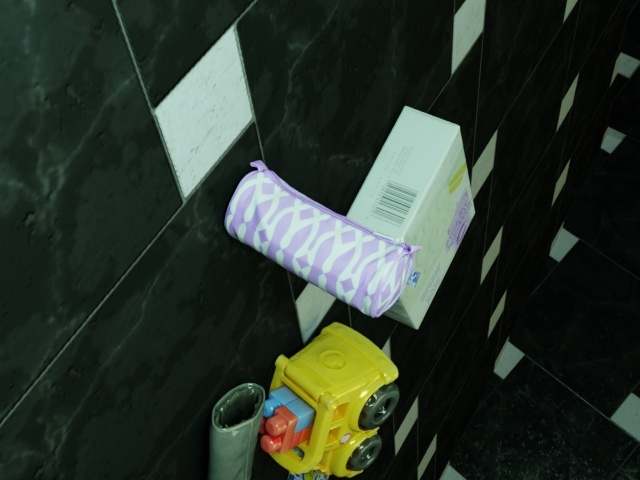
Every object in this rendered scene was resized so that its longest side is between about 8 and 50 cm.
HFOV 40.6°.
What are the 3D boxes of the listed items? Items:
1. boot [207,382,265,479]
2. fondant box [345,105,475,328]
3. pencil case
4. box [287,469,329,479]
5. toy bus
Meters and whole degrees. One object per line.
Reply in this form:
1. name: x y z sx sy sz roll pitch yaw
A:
1. boot: -0.127 0.308 1.085 0.189 0.076 0.208 -61 170 -55
2. fondant box: 0.143 -0.023 1.359 0.238 0.096 0.330 -62 159 -12
3. pencil case: 0.000 0.000 0.897 0.086 0.206 0.088 -29 143 -61
4. box: -0.014 0.375 1.447 0.059 0.054 0.168 -32 139 -56
5. toy bus: -0.014 0.257 1.230 0.211 0.149 0.220 -21 135 -44
